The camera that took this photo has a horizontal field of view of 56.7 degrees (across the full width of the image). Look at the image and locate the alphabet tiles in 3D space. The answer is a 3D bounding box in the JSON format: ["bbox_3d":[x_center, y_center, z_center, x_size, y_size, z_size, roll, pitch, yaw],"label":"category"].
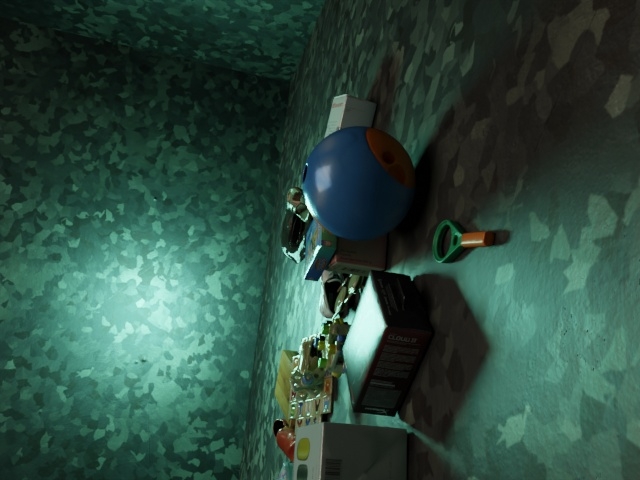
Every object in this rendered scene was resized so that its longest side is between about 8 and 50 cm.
[{"bbox_3d":[-0.033,0.493,2.057,0.285,0.011,0.343,-32,48,53],"label":"alphabet tiles"}]

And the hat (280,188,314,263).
[{"bbox_3d":[-0.049,-0.058,2.446,0.331,0.134,0.331,-177,90,-66],"label":"hat"}]

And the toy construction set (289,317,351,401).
[{"bbox_3d":[0.029,0.359,1.790,0.328,0.151,0.215,-51,31,45],"label":"toy construction set"}]

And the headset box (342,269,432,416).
[{"bbox_3d":[0.150,0.227,1.389,0.218,0.110,0.293,-100,23,-57],"label":"headset box"}]

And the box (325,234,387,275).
[{"bbox_3d":[0.105,-0.026,1.690,0.127,0.148,0.232,135,142,-70],"label":"box"}]

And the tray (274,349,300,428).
[{"bbox_3d":[-0.109,0.582,2.365,0.411,0.076,0.203,-170,89,-77],"label":"tray"}]

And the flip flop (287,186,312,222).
[{"bbox_3d":[-0.086,-0.149,2.299,0.277,0.080,0.112,43,117,60],"label":"flip flop"}]

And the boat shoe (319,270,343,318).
[{"bbox_3d":[0.044,0.134,2.012,0.084,0.095,0.258,146,122,-68],"label":"boat shoe"}]

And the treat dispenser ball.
[{"bbox_3d":[0.097,-0.144,1.499,0.288,0.288,0.288,-170,90,-77],"label":"treat dispenser ball"}]

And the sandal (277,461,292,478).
[{"bbox_3d":[-0.104,0.899,2.088,0.120,0.086,0.303,-34,13,18],"label":"sandal"}]

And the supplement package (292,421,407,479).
[{"bbox_3d":[0.059,0.534,1.365,0.263,0.198,0.199,128,149,-65],"label":"supplement package"}]

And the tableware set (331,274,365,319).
[{"bbox_3d":[0.096,0.162,1.853,0.194,0.039,0.128,122,167,-46],"label":"tableware set"}]

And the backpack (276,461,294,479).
[{"bbox_3d":[-0.029,0.721,1.678,0.225,0.191,0.253,-92,22,-46],"label":"backpack"}]

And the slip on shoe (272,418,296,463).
[{"bbox_3d":[-0.113,0.742,2.187,0.331,0.101,0.123,-163,89,-76],"label":"slip on shoe"}]

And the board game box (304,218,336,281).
[{"bbox_3d":[0.000,0.000,1.684,0.210,0.047,0.160,116,160,-58],"label":"board game box"}]

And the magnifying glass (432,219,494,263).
[{"bbox_3d":[0.281,0.001,1.188,0.231,0.026,0.092,169,110,-79],"label":"magnifying glass"}]

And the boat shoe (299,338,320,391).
[{"bbox_3d":[-0.029,0.418,2.016,0.072,0.068,0.190,-36,44,26],"label":"boat shoe"}]

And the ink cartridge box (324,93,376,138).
[{"bbox_3d":[0.087,-0.351,2.068,0.207,0.117,0.283,-139,62,-75],"label":"ink cartridge box"}]
